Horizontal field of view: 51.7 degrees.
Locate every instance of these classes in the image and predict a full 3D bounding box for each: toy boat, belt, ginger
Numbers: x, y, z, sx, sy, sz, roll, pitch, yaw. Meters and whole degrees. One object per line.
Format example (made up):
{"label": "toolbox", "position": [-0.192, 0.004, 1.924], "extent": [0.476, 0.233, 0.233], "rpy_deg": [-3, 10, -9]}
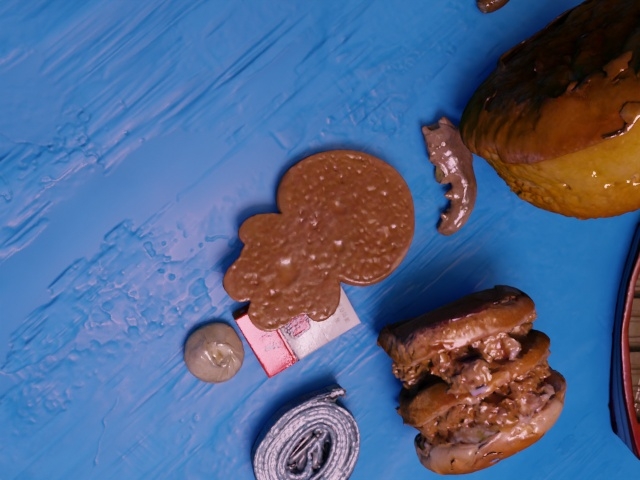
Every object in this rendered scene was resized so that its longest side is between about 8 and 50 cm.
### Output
{"label": "toy boat", "position": [0.528, 0.160, 1.069], "extent": [0.136, 0.079, 0.392], "rpy_deg": [3, 96, -18]}
{"label": "belt", "position": [-0.020, 0.299, 0.941], "extent": [0.163, 0.082, 0.148], "rpy_deg": [-21, 92, -8]}
{"label": "ginger", "position": [0.192, -0.094, 0.959], "extent": [0.069, 0.051, 0.173], "rpy_deg": [-14, 99, -9]}

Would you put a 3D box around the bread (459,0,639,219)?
{"label": "bread", "position": [0.367, -0.181, 0.836], "extent": [0.337, 0.358, 0.204], "rpy_deg": [-45, 111, -4]}

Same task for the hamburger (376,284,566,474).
{"label": "hamburger", "position": [0.201, 0.181, 0.917], "extent": [0.245, 0.260, 0.211], "rpy_deg": [-25, 88, -54]}

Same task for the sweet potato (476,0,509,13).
{"label": "sweet potato", "position": [0.324, -0.404, 0.947], "extent": [0.233, 0.062, 0.081], "rpy_deg": [-25, 105, -7]}

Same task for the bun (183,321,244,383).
{"label": "bun", "position": [-0.143, 0.157, 0.901], "extent": [0.086, 0.055, 0.086], "rpy_deg": [-2, 99, -16]}

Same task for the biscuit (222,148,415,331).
{"label": "biscuit", "position": [0.000, 0.000, 0.895], "extent": [0.202, 0.044, 0.289], "rpy_deg": [43, 80, 3]}

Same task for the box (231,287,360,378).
{"label": "box", "position": [-0.034, 0.109, 0.928], "extent": [0.152, 0.048, 0.100], "rpy_deg": [-31, 101, -11]}
